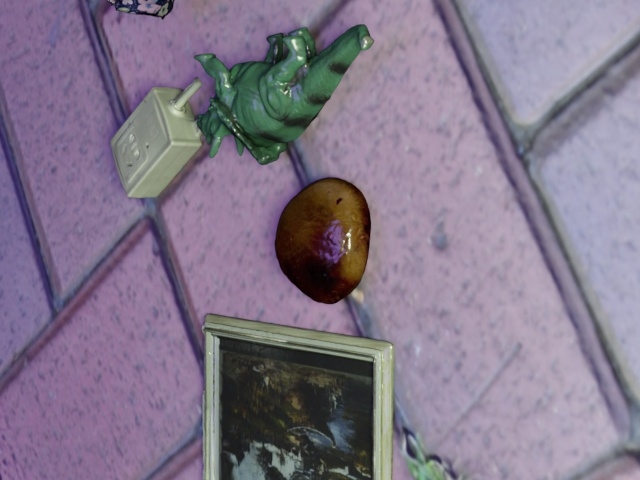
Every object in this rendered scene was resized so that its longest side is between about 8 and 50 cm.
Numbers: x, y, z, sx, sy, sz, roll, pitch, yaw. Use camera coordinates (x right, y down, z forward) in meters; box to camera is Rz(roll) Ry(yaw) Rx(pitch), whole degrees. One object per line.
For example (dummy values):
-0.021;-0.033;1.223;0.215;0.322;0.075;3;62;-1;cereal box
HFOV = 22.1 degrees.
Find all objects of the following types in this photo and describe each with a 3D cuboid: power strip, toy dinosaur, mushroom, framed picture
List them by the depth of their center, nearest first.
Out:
0.000;0.000;1.489;0.123;0.052;0.123;-4;85;53;mushroom
-0.035;-0.157;1.507;0.292;0.079;0.120;-39;67;48;toy dinosaur
-0.033;0.196;1.564;0.296;0.019;0.232;4;95;52;framed picture
-0.162;-0.114;1.696;0.175;0.042;0.075;-45;56;43;power strip

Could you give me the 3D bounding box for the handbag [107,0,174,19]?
-0.150;-0.346;1.605;0.208;0.127;0.228;-37;55;47;handbag
